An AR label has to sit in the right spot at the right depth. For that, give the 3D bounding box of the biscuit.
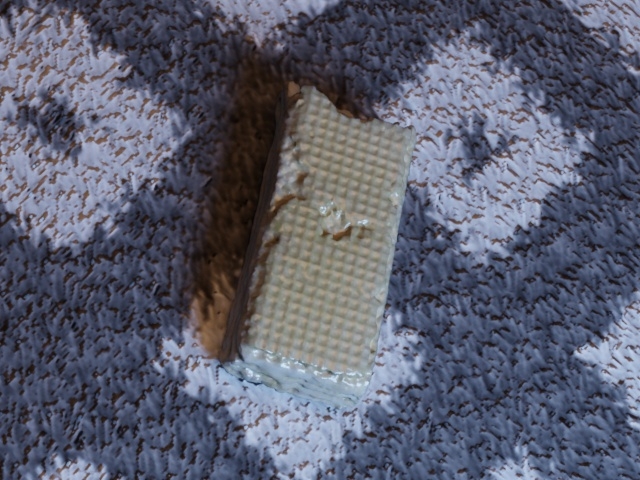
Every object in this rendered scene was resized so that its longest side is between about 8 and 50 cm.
[{"bbox_3d":[0.000,0.000,1.441,0.108,0.062,0.239,18,62,-13],"label":"biscuit"}]
